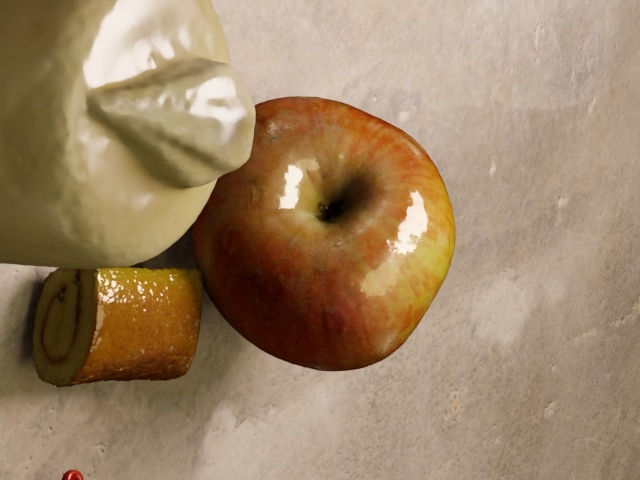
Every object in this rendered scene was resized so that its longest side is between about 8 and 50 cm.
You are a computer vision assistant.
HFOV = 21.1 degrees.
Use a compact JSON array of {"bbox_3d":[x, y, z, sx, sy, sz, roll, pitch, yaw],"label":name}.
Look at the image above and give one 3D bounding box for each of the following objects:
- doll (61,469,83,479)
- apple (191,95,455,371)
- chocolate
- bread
[{"bbox_3d":[-0.277,0.346,1.811,0.183,0.085,0.217,14,103,-54],"label":"doll"},{"bbox_3d":[0.000,0.000,1.879,0.301,0.301,0.301,-28,127,-45],"label":"apple"},{"bbox_3d":[-0.230,-0.115,1.482,0.326,0.297,0.314,-41,131,-35],"label":"chocolate"},{"bbox_3d":[-0.207,0.083,1.765,0.172,0.103,0.132,2,100,-54],"label":"bread"}]
